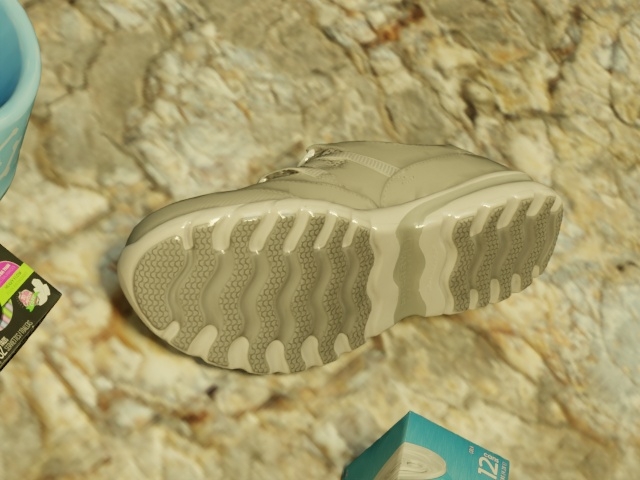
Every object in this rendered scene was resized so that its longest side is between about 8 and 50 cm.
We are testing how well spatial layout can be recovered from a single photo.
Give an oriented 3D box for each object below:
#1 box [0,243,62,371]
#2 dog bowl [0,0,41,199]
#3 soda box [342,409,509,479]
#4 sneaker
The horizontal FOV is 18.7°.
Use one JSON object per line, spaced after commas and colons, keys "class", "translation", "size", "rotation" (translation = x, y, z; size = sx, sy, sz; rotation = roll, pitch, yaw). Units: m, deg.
{"class": "box", "translation": [-0.183, 0.030, 0.956], "size": [0.083, 0.052, 0.062], "rotation": [39, 42, -2]}
{"class": "dog bowl", "translation": [-0.273, -0.126, 1.000], "size": [0.297, 0.074, 0.166], "rotation": [35, 43, -9]}
{"class": "soda box", "translation": [0.040, 0.193, 0.974], "size": [0.067, 0.071, 0.210], "rotation": [28, 45, -16]}
{"class": "sneaker", "translation": [0.000, 0.000, 1.106], "size": [0.281, 0.105, 0.115], "rotation": [-6, 31, -37]}
